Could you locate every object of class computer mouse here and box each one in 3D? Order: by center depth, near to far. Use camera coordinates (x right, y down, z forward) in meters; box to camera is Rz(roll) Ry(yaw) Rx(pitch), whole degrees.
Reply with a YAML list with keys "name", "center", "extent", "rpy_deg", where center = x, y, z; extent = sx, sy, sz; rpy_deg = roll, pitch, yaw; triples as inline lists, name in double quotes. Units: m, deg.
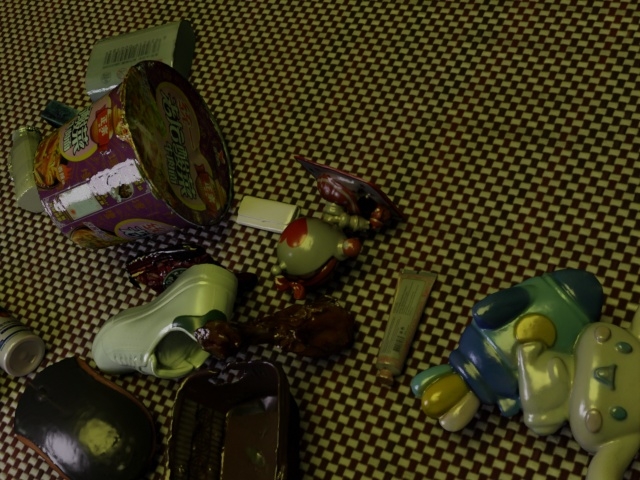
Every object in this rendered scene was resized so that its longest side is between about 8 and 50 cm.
- name: "computer mouse"
  center: [-0.423, 0.319, 1.623]
  extent: [0.323, 0.116, 0.183]
  rpy_deg: [24, 70, 34]

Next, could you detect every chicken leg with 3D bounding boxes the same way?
- name: "chicken leg"
  center: [-0.072, 0.146, 1.482]
  extent: [0.113, 0.304, 0.093]
  rpy_deg: [35, 116, 44]

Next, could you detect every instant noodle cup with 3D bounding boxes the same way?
- name: "instant noodle cup"
  center: [-0.368, -0.142, 1.758]
  extent: [0.265, 0.340, 0.340]
  rpy_deg: [-20, 54, 23]

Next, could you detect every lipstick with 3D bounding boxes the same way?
- name: "lipstick"
  center: [-0.493, -0.239, 2.031]
  extent: [0.312, 0.051, 0.051]
  rpy_deg: [23, 72, 31]

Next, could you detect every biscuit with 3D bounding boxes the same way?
- name: "biscuit"
  center: [-0.223, 0.067, 1.610]
  extent: [0.151, 0.235, 0.063]
  rpy_deg: [-23, 62, 15]

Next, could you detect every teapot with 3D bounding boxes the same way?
- name: "teapot"
  center: [-0.646, -0.152, 2.035]
  extent: [0.107, 0.077, 0.200]
  rpy_deg: [-39, 50, 24]

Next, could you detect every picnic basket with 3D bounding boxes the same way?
- name: "picnic basket"
  center: [-0.129, 0.352, 1.457]
  extent: [0.222, 0.129, 0.297]
  rpy_deg: [-11, 56, 20]

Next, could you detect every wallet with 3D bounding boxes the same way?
- name: "wallet"
  center: [-0.101, -0.049, 1.750]
  extent: [0.122, 0.025, 0.061]
  rpy_deg: [13, 74, 30]

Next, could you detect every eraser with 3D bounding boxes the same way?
- name: "eraser"
  center: [-0.403, -0.403, 2.067]
  extent: [0.226, 0.081, 0.174]
  rpy_deg: [-8, 55, 21]

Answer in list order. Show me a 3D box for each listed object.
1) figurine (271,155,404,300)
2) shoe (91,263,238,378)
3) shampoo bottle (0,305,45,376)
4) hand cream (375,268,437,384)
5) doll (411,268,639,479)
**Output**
- name: "figurine"
  center: [0.000, 0.000, 1.607]
  extent: [0.183, 0.160, 0.226]
  rpy_deg: [22, 80, 34]
- name: "shoe"
  center: [-0.274, 0.185, 1.567]
  extent: [0.363, 0.131, 0.160]
  rpy_deg: [-33, 39, 35]
- name: "shampoo bottle"
  center: [-0.672, 0.163, 1.844]
  extent: [0.303, 0.092, 0.092]
  rpy_deg: [29, 76, 35]
- name: "hand cream"
  center: [0.134, 0.139, 1.523]
  extent: [0.067, 0.043, 0.210]
  rpy_deg: [7, 59, 26]
- name: "doll"
  center: [0.334, 0.172, 1.317]
  extent: [0.365, 0.187, 0.376]
  rpy_deg: [18, 52, 24]
